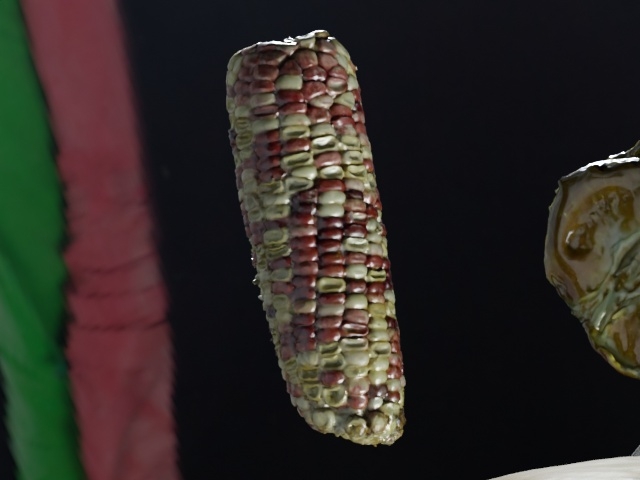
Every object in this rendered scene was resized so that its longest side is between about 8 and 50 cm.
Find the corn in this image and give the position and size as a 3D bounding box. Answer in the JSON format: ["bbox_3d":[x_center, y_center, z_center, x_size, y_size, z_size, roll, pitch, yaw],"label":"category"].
[{"bbox_3d":[0.000,0.000,1.276,0.098,0.098,0.290,-20,-101,57],"label":"corn"}]

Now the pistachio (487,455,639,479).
[{"bbox_3d":[0.097,0.178,0.592,0.229,0.238,0.321,47,-27,-25],"label":"pistachio"}]

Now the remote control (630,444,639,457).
[{"bbox_3d":[0.243,0.201,1.373,0.077,0.022,0.245,41,-77,23],"label":"remote control"}]

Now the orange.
[{"bbox_3d":[0.236,0.014,1.288,0.160,0.112,0.170,7,-96,39],"label":"orange"}]
